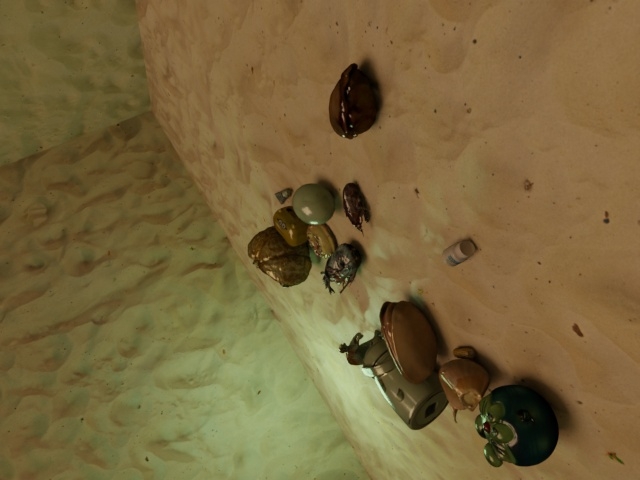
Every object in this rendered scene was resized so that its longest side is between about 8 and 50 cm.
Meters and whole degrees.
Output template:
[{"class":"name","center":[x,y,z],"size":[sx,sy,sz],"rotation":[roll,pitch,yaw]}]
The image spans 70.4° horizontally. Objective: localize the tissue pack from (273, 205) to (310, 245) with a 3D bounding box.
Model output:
[{"class":"tissue pack","center":[-0.127,-0.072,2.025],"size":[0.178,0.123,0.127],"rotation":[48,147,30]}]

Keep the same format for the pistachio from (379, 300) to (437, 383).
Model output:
[{"class":"pistachio","center":[0.296,0.338,1.519],"size":[0.162,0.181,0.293],"rotation":[-9,103,50]}]

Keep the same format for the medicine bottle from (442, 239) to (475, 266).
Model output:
[{"class":"medicine bottle","center":[0.356,0.033,1.173],"size":[0.052,0.052,0.089],"rotation":[57,158,9]}]

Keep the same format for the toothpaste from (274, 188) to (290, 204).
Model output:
[{"class":"toothpaste","center":[-0.173,-0.205,2.082],"size":[0.062,0.037,0.216],"rotation":[62,163,-4]}]

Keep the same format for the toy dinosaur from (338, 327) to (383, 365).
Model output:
[{"class":"toy dinosaur","center":[0.205,0.457,1.903],"size":[0.092,0.205,0.393],"rotation":[31,164,41]}]

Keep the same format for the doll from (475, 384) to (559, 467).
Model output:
[{"class":"doll","center":[0.523,0.500,1.224],"size":[0.322,0.186,0.198],"rotation":[69,-172,-61]}]

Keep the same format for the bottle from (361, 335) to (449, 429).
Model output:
[{"class":"bottle","center":[0.298,0.496,1.694],"size":[0.352,0.229,0.229],"rotation":[44,153,44]}]

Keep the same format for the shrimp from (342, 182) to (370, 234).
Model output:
[{"class":"shrimp","center":[0.118,-0.101,1.517],"size":[0.075,0.073,0.190],"rotation":[10,122,69]}]

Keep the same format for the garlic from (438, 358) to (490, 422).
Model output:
[{"class":"garlic","center":[0.432,0.450,1.379],"size":[0.245,0.145,0.164],"rotation":[79,-163,-59]}]

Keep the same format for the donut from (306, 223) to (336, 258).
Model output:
[{"class":"donut","center":[0.000,0.000,1.909],"size":[0.174,0.068,0.174],"rotation":[46,154,30]}]

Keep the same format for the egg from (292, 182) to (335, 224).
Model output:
[{"class":"egg","center":[-0.027,-0.136,1.683],"size":[0.192,0.149,0.149],"rotation":[45,155,51]}]

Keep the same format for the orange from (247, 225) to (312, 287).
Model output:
[{"class":"orange","center":[-0.176,0.050,2.147],"size":[0.369,0.271,0.210],"rotation":[39,112,47]}]

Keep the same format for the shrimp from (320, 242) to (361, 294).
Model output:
[{"class":"shrimp","center":[0.060,0.136,1.809],"size":[0.137,0.172,0.372],"rotation":[46,148,19]}]

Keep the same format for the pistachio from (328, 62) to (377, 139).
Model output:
[{"class":"pistachio","center":[0.085,-0.363,1.198],"size":[0.210,0.131,0.165],"rotation":[84,-171,-46]}]

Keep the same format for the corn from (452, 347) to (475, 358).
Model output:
[{"class":"corn","center":[0.442,0.349,1.407],"size":[0.037,0.037,0.092],"rotation":[59,162,4]}]
